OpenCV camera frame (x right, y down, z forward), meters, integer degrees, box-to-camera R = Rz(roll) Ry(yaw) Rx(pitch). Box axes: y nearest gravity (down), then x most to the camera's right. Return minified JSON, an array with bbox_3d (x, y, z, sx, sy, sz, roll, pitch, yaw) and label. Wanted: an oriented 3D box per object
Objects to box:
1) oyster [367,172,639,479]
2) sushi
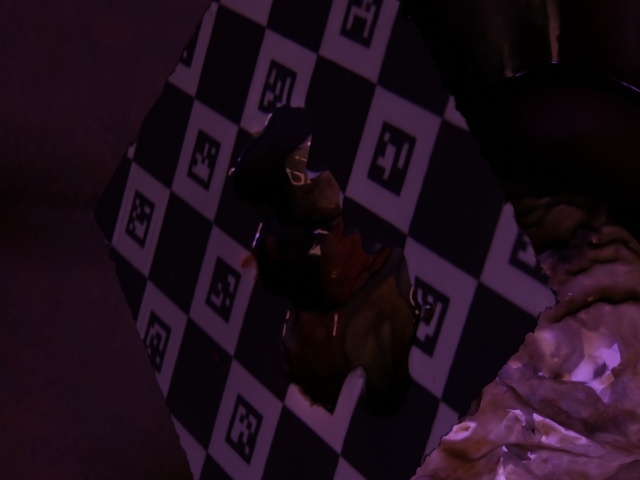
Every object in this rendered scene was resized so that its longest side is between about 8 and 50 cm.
[{"bbox_3d":[0.071,0.099,0.730,0.351,0.115,0.238,-32,99,41],"label":"oyster"},{"bbox_3d":[0.000,0.000,0.690,0.264,0.050,0.290,-56,44,34],"label":"sushi"}]
